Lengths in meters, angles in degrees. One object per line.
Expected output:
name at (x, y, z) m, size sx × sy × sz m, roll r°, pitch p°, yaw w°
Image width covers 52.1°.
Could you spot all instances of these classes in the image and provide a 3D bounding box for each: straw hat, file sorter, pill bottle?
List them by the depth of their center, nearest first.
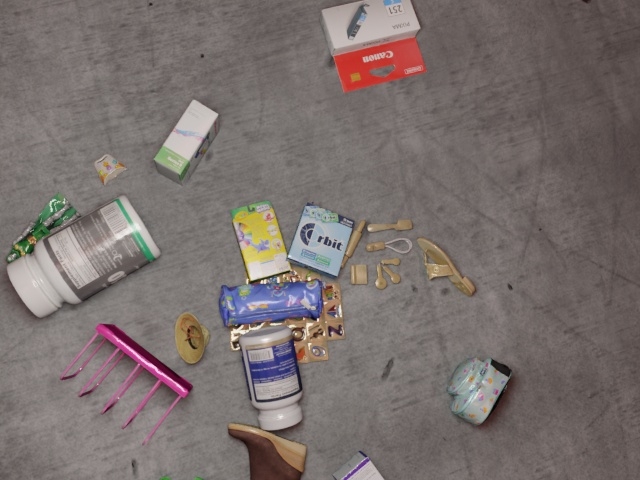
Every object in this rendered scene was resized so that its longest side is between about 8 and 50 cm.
file sorter at (-0.518, 0.383, 1.759) m, size 0.290 × 0.202 × 0.182 m, roll 38°, pitch 79°, yaw -1°
pill bottle at (-0.643, 0.046, 1.791) m, size 0.361 × 0.204 × 0.204 m, roll -31°, pitch 87°, yaw -11°
pill bottle at (-0.133, 0.382, 1.833) m, size 0.153 × 0.153 × 0.265 m, roll -10°, pitch 93°, yaw -10°
straw hat at (-0.351, 0.274, 1.868) m, size 0.061 × 0.144 × 0.144 m, roll -2°, pitch 79°, yaw -49°

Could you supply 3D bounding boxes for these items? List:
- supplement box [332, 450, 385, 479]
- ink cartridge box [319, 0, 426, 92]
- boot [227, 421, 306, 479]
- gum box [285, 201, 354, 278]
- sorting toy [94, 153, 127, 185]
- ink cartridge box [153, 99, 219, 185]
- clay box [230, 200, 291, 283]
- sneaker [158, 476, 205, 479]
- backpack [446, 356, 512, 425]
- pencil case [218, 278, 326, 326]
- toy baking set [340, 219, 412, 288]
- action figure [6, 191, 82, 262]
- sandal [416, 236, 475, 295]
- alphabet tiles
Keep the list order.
supplement box at (0.147, 0.725, 1.851) m, size 0.114 × 0.111 × 0.220 m, roll -37°, pitch 88°, yaw -12°
ink cartridge box at (0.176, -0.636, 2.089) m, size 0.296 × 0.066 × 0.261 m, roll -17°, pitch 83°, yaw -10°
boot at (-0.172, 0.636, 1.827) m, size 0.248 × 0.090 × 0.207 m, roll 23°, pitch 77°, yaw -8°
gum box at (0.000, 0.000, 1.934) m, size 0.157 × 0.041 × 0.184 m, roll 21°, pitch 71°, yaw -8°
sorting toy at (-0.626, -0.217, 1.922) m, size 0.083 × 0.045 × 0.075 m, roll -40°, pitch 70°, yaw -12°
ink cartridge box at (-0.385, -0.282, 1.904) m, size 0.093 × 0.154 × 0.212 m, roll 29°, pitch 78°, yaw -3°
clay box at (-0.179, 0.003, 1.939) m, size 0.127 × 0.053 × 0.222 m, roll -15°, pitch 79°, yaw -12°
sneaker at (-0.459, 0.726, 1.770) m, size 0.343 × 0.134 × 0.146 m, roll -6°, pitch 57°, yaw -6°
backpack at (0.452, 0.437, 1.913) m, size 0.144 × 0.166 × 0.188 m, roll 26°, pitch 75°, yaw -1°
pencil case at (-0.136, 0.178, 1.873) m, size 0.306 × 0.133 × 0.119 m, roll -4°, pitch 107°, yaw -8°
toy baking set at (0.174, 0.031, 2.007) m, size 0.197 × 0.030 × 0.256 m, roll 24°, pitch 79°, yaw -7°
action figure at (-0.788, -0.016, 1.852) m, size 0.232 × 0.063 × 0.137 m, roll -43°, pitch 85°, yaw -12°
sandal at (0.364, 0.098, 1.992) m, size 0.240 × 0.088 × 0.079 m, roll 44°, pitch 72°, yaw -5°
alphabet tiles at (-0.102, 0.225, 1.943) m, size 0.342 × 0.011 × 0.285 m, roll -5°, pitch 83°, yaw -9°
